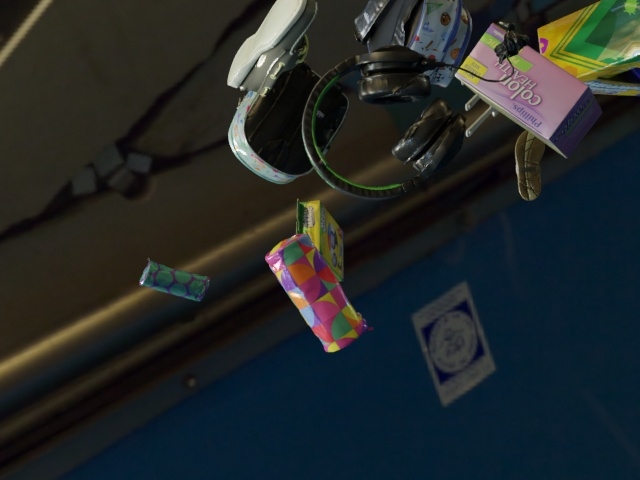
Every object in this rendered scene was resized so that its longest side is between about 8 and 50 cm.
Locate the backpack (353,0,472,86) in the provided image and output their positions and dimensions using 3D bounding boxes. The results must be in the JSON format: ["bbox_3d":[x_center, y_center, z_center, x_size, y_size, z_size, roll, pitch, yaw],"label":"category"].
[{"bbox_3d":[0.230,-0.493,2.242,0.213,0.263,0.276,0,-138,-22],"label":"backpack"}]

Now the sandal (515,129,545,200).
[{"bbox_3d":[0.521,-0.190,2.409,0.072,0.180,0.049,1,-175,13],"label":"sandal"}]

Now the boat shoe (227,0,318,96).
[{"bbox_3d":[-0.077,-0.369,1.836,0.305,0.091,0.109,-35,-142,54],"label":"boat shoe"}]

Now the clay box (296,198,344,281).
[{"bbox_3d":[0.000,0.000,2.183,0.053,0.222,0.127,-6,-113,15],"label":"clay box"}]

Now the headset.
[{"bbox_3d":[0.158,-0.227,1.607,0.394,0.243,0.185,-30,-179,-3],"label":"headset"}]

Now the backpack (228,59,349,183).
[{"bbox_3d":[-0.085,-0.261,2.203,0.191,0.225,0.253,-19,-138,60],"label":"backpack"}]

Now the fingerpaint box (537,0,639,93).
[{"bbox_3d":[0.793,-0.452,2.222,0.445,0.163,0.371,-3,174,-34],"label":"fingerpaint box"}]

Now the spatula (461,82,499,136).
[{"bbox_3d":[0.367,-0.344,2.188,0.019,0.168,0.242,8,-148,31],"label":"spatula"}]

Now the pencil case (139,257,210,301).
[{"bbox_3d":[-0.332,0.091,2.212,0.152,0.064,0.070,17,-158,-13],"label":"pencil case"}]

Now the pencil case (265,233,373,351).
[{"bbox_3d":[-0.005,0.098,1.815,0.104,0.236,0.104,-33,-174,4],"label":"pencil case"}]

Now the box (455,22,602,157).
[{"bbox_3d":[0.395,-0.275,1.816,0.213,0.117,0.243,39,-168,20],"label":"box"}]
